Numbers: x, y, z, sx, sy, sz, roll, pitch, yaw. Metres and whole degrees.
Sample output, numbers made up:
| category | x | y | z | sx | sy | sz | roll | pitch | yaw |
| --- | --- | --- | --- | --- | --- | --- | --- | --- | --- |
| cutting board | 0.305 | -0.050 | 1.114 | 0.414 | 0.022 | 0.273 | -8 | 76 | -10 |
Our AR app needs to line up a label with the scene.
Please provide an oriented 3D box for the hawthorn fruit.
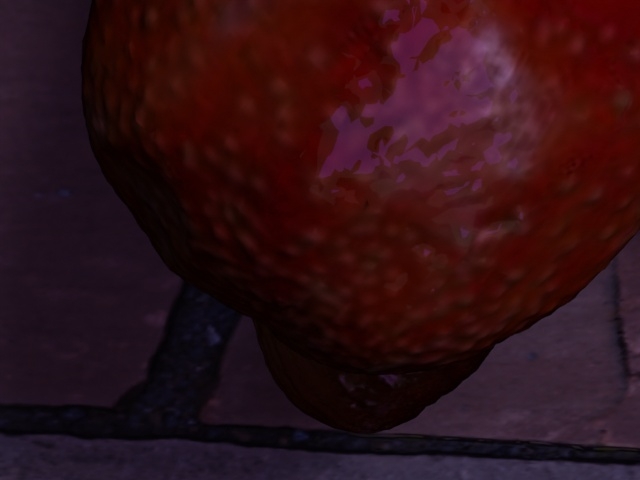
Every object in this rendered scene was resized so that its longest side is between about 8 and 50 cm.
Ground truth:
| category | x | y | z | sx | sy | sz | roll | pitch | yaw |
| --- | --- | --- | --- | --- | --- | --- | --- | --- | --- |
| hawthorn fruit | 0.039 | -0.081 | 0.608 | 0.205 | 0.205 | 0.253 | 17 | 126 | -28 |

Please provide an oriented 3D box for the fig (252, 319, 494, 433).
| category | x | y | z | sx | sy | sz | roll | pitch | yaw |
| --- | --- | --- | --- | --- | --- | --- | --- | --- | --- |
| fig | 0.003 | 0.014 | 0.775 | 0.153 | 0.119 | 0.119 | 18 | 135 | -6 |
